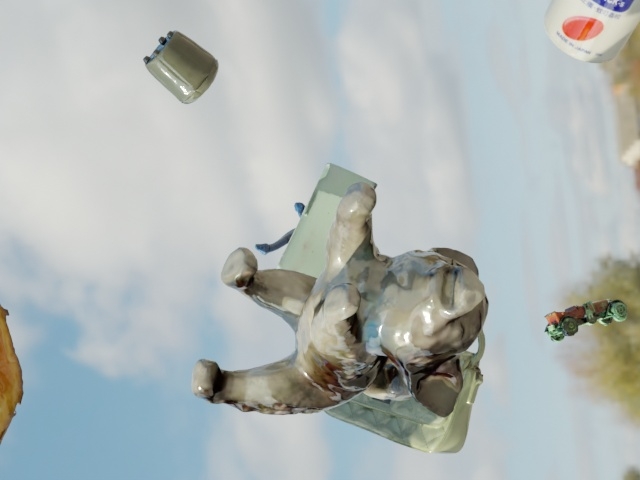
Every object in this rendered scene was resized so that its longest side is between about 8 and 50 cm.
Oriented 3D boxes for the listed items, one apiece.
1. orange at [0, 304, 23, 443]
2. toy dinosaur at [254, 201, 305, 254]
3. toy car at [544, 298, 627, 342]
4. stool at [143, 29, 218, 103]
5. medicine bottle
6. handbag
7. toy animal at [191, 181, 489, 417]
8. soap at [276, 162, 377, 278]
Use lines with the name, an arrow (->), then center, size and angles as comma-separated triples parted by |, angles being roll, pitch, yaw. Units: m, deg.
orange -> -0.438, 0.152, 1.557 | 0.310, 0.274, 0.274 | -54, -38, -32
toy dinosaur -> 0.023, -0.005, 2.638 | 0.329, 0.076, 0.144 | 16, -124, -29
toy car -> 0.466, 0.135, 2.483 | 0.073, 0.143, 0.054 | 137, 116, -70
stool -> -0.230, -0.288, 2.335 | 0.110, 0.096, 0.096 | 39, -148, -16
medicine bottle -> 0.439, -0.411, 1.995 | 0.341, 0.130, 0.130 | 116, 165, -49
handbag -> 0.123, 0.181, 2.058 | 0.079, 0.256, 0.219 | 16, -92, -51
toy animal -> 0.067, 0.092, 1.563 | 0.302, 0.344, 0.194 | 22, -118, -30
soap -> 0.000, 0.000, 2.168 | 0.145, 0.091, 0.230 | -107, 42, -88
